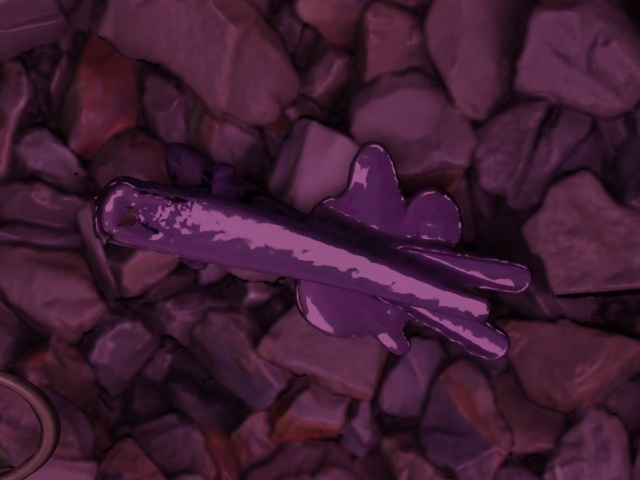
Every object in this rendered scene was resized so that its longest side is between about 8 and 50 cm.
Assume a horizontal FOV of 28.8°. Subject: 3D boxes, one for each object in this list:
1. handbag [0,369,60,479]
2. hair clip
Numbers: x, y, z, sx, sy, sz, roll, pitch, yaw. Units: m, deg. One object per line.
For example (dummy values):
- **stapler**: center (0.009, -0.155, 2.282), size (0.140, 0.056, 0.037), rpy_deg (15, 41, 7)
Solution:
- **handbag**: center (-0.333, 0.140, 0.857), size (0.315, 0.109, 0.241), rpy_deg (-16, 117, -1)
- **hair clip**: center (-0.003, -0.004, 0.810), size (0.278, 0.090, 0.137), rpy_deg (15, 103, -5)
